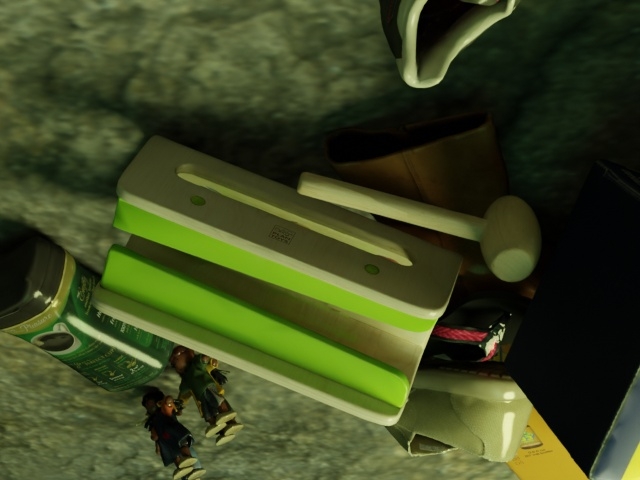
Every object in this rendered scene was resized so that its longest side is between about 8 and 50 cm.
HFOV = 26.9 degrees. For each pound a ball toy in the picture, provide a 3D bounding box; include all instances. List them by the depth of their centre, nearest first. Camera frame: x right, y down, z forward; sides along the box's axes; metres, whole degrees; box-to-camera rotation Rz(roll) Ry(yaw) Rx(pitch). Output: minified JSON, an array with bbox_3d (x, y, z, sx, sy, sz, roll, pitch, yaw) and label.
[{"bbox_3d":[0.000,0.000,1.069,0.319,0.136,0.208,21,123,4],"label":"pound a ball toy"}]

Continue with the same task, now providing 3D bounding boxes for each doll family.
[{"bbox_3d":[-0.141,0.173,1.372,0.076,0.111,0.193,-9,146,-48],"label":"doll family"}]

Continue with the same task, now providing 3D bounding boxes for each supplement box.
[{"bbox_3d":[0.361,0.099,1.040,0.357,0.194,0.195,17,105,-17],"label":"supplement box"},{"bbox_3d":[0.216,0.185,1.388,0.078,0.080,0.233,-16,141,22],"label":"supplement box"}]

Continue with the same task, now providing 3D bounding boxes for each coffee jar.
[{"bbox_3d":[-0.230,0.069,1.254,0.096,0.079,0.184,-21,139,33],"label":"coffee jar"}]

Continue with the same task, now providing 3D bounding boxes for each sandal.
[{"bbox_3d":[0.119,0.086,1.169,0.179,0.040,0.067,-18,130,40],"label":"sandal"}]

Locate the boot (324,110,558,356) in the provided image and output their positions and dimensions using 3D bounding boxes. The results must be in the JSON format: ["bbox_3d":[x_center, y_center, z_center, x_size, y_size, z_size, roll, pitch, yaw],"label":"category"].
[{"bbox_3d":[0.171,-0.017,1.128,0.264,0.096,0.280,-1,140,26],"label":"boot"}]

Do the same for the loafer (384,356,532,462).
[{"bbox_3d":[0.092,0.156,1.265,0.102,0.092,0.268,1,179,-33],"label":"loafer"}]

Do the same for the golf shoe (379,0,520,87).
[{"bbox_3d":[0.124,-0.207,0.830,0.105,0.120,0.273,18,139,-17],"label":"golf shoe"}]
